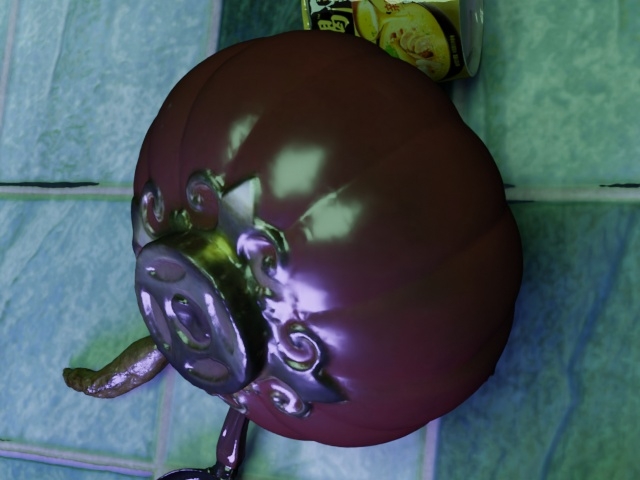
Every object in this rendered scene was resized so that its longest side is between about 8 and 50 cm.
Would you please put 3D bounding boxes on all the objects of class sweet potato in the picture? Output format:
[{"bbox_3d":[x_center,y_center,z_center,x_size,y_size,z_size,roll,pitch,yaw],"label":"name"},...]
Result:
[{"bbox_3d":[-0.176,0.115,0.989,0.153,0.038,0.041,-21,47,30],"label":"sweet potato"}]

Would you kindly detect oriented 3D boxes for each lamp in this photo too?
[{"bbox_3d":[0.000,0.000,0.788,0.303,0.257,0.303,30,136,34],"label":"lamp"}]

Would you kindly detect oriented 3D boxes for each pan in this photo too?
[{"bbox_3d":[-0.088,0.203,0.921,0.115,0.040,0.212,27,100,29],"label":"pan"}]

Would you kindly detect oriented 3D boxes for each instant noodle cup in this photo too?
[{"bbox_3d":[0.062,-0.185,0.877,0.122,0.151,0.151,0,79,15],"label":"instant noodle cup"}]
